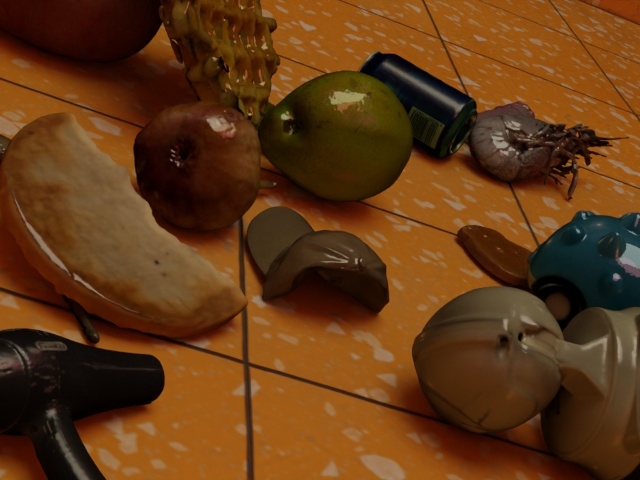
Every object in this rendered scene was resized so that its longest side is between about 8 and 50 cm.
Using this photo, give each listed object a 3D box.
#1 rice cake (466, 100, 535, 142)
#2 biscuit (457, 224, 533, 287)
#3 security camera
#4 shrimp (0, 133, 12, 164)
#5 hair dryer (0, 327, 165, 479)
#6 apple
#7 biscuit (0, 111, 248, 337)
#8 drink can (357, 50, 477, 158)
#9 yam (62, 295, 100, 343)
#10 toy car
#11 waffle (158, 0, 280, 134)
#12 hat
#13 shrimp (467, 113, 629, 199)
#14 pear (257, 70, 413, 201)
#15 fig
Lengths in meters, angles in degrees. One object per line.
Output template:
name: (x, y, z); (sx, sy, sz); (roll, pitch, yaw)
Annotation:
rice cake: (0.321, -0.227, 2.301); (0.081, 0.051, 0.290); (36, 27, 20)
biscuit: (0.267, 0.025, 1.794); (0.118, 0.023, 0.140); (9, 29, -32)
security camera: (0.239, 0.145, 1.344); (0.277, 0.191, 0.197); (15, 70, -14)
shrimp: (-0.345, -0.073, 1.374); (0.262, 0.066, 0.117); (30, 6, 7)
hair dryer: (-0.183, 0.189, 1.040); (0.235, 0.091, 0.271); (8, 41, -53)
apple: (-0.369, -0.431, 1.809); (0.345, 0.269, 0.345); (20, 24, -10)
biscuit: (-0.231, -0.004, 1.308); (0.309, 0.040, 0.204); (46, 32, 8)
drink can: (0.156, -0.230, 2.078); (0.205, 0.118, 0.118); (34, 26, 15)
yam: (-0.245, 0.070, 1.249); (0.014, 0.014, 0.107); (4, 32, -37)
toy car: (0.408, 0.059, 1.666); (0.255, 0.190, 0.188); (34, 25, 15)
waffle: (-0.153, -0.334, 1.769); (0.095, 0.379, 0.382); (-14, 41, 12)
hat: (0.000, 0.000, 1.492); (0.166, 0.144, 0.173); (9, 52, -35)
shrimp: (0.402, -0.156, 2.163); (0.343, 0.116, 0.145); (-2, 36, -33)
pear: (0.020, -0.146, 1.708); (0.220, 0.187, 0.187); (14, 26, -36)
fig: (-0.122, -0.088, 1.555); (0.159, 0.159, 0.257); (37, 10, 25)
